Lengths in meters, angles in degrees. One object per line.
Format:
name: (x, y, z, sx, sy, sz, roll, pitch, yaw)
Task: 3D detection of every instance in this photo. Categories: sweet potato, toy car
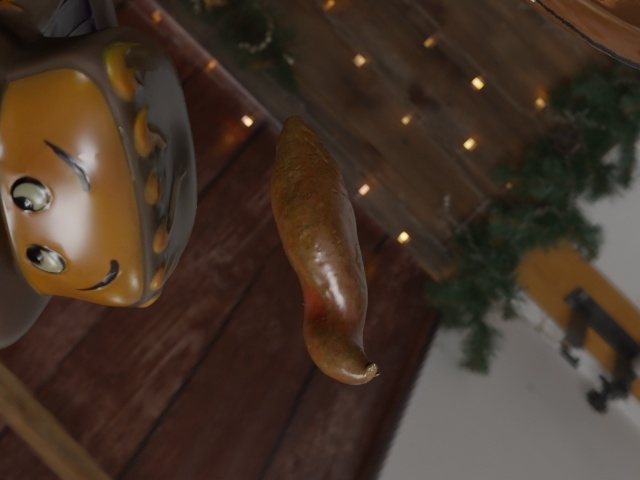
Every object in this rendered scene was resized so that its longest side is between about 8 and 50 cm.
sweet potato: (-0.002, 0.001, 0.805, 0.055, 0.058, 0.202, -30, -120, 37)
toy car: (-0.195, -0.078, 0.803, 0.240, 0.271, 0.340, 0, -149, 7)

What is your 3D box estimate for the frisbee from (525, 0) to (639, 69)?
frisbee: (0.122, -0.183, 0.684, 0.021, 0.251, 0.251, -47, -174, 33)
